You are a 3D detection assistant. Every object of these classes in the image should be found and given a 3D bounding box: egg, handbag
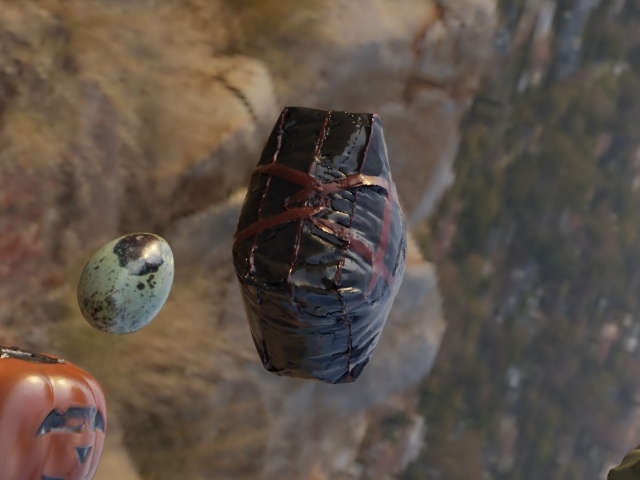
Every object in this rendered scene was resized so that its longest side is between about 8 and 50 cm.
[{"bbox_3d":[-0.185,0.040,1.783,0.110,0.085,0.085,-49,154,-15],"label":"egg"},{"bbox_3d":[0.000,0.000,1.688,0.169,0.155,0.215,73,24,-57],"label":"handbag"}]

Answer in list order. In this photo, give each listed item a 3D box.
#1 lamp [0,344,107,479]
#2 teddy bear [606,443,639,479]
[{"bbox_3d":[-0.288,0.177,1.664,0.187,0.188,0.164,2,102,-69],"label":"lamp"},{"bbox_3d":[0.312,0.211,0.797,0.224,0.367,0.357,-52,-173,-36],"label":"teddy bear"}]
